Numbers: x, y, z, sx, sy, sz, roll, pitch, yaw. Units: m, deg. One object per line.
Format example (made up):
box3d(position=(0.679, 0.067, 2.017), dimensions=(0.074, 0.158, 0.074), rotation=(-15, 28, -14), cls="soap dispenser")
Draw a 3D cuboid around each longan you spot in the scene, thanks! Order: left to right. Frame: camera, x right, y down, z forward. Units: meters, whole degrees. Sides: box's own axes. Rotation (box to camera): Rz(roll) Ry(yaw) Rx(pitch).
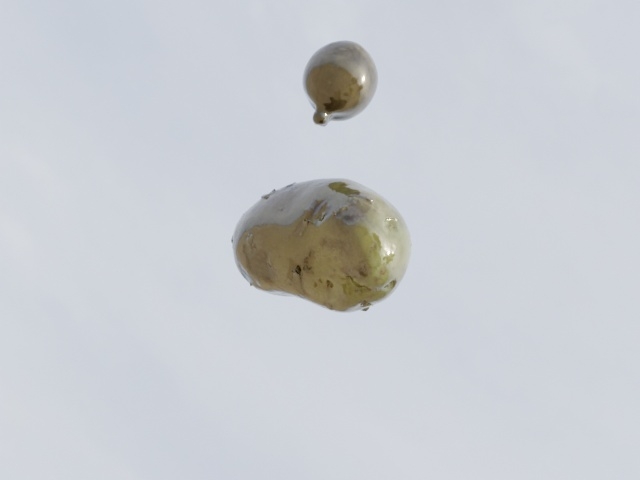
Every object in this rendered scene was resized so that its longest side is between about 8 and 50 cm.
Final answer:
box3d(position=(0.021, -0.195, 1.835), dimensions=(0.106, 0.119, 0.106), rotation=(22, -15, 6), cls="longan")

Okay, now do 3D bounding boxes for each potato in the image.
box3d(position=(0.000, 0.000, 1.794), dimensions=(0.262, 0.165, 0.165), rotation=(13, -39, 43), cls="potato")
